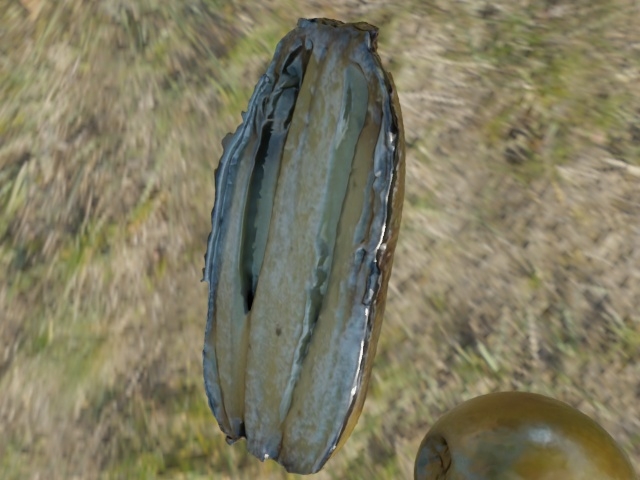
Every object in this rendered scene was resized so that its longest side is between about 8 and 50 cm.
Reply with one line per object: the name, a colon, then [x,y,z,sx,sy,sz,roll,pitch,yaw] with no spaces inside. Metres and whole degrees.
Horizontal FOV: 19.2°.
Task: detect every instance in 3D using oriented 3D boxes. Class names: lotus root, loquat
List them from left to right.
lotus root: [0.000,-0.001,1.332,0.078,0.167,0.329,-12,122,-47]
loquat: [0.202,0.236,1.801,0.227,0.179,0.179,17,98,-21]
